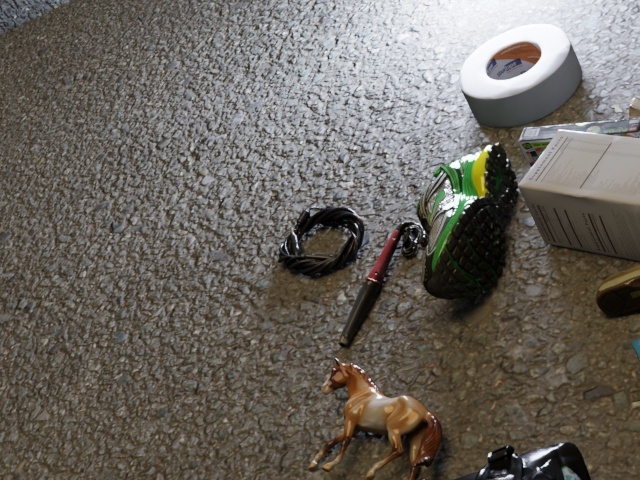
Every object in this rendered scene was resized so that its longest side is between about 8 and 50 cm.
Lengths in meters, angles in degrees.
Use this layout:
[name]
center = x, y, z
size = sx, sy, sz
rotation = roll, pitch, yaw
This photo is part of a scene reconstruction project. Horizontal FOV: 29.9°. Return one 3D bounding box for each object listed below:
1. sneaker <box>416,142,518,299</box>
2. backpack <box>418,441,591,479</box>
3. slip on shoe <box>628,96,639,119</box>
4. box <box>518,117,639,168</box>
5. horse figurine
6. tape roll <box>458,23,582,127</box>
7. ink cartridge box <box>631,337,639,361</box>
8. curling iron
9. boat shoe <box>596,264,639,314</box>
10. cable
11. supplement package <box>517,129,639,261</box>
[sneaker]
center = 0.224, -0.018, 1.966
size = 0.146, 0.134, 0.343
rotation = -17, 28, 31
[backpack]
center = 0.215, 0.431, 1.330
size = 0.290, 0.273, 0.355
rotation = -24, 14, 8
[slip on shoe]
center = 0.566, -0.200, 1.982
size = 0.135, 0.051, 0.041
rotation = 28, 105, 43
[box]
center = 0.437, -0.138, 1.939
size = 0.207, 0.114, 0.036
rotation = -2, 45, 36
[horse figurine]
center = 0.087, 0.276, 1.748
size = 0.263, 0.066, 0.174
rotation = 6, 56, 45
[tape roll]
center = 0.371, -0.308, 2.232
size = 0.219, 0.072, 0.219
rotation = -20, 37, 16
[ink cartridge box]
center = 0.486, 0.187, 1.552
size = 0.104, 0.060, 0.180
rotation = -24, 35, 10
[curling iron]
center = 0.100, 0.067, 2.014
size = 0.068, 0.035, 0.274
rotation = 7, 50, 42
[boat shoe]
center = 0.489, 0.050, 1.719
size = 0.190, 0.068, 0.072
rotation = -13, 28, 26
[cable]
center = 0.000, 0.000, 2.162
size = 0.150, 0.047, 0.184
rotation = -45, 37, -17
[supplement package]
center = 0.451, -0.067, 1.824
size = 0.244, 0.134, 0.139
rotation = 13, 55, 45
